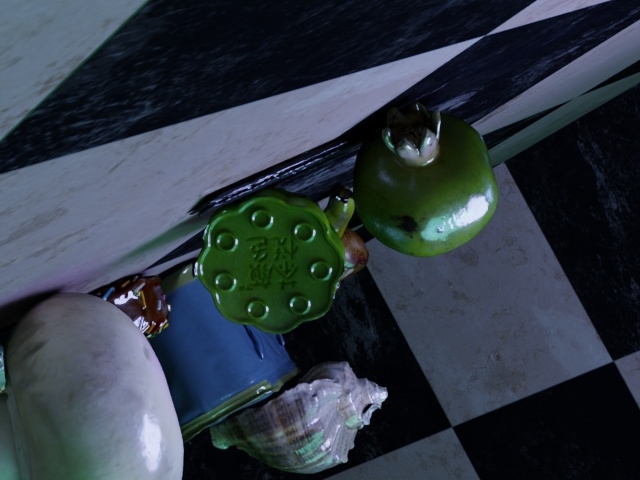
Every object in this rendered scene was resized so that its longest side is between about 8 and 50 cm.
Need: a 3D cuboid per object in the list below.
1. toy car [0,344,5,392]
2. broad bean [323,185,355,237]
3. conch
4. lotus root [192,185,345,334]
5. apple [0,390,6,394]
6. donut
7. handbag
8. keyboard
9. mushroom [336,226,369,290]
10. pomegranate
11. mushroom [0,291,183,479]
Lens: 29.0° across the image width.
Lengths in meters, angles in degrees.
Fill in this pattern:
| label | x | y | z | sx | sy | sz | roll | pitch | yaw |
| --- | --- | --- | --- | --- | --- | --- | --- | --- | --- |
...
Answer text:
| label | x | y | z | sx | sy | sz | roll | pitch | yaw |
| --- | --- | --- | --- | --- | --- | --- | --- | --- | --- |
| toy car | -0.463 | 0.188 | 1.724 | 0.093 | 0.058 | 0.186 | -29 | 176 | -10 |
| broad bean | -0.002 | -0.007 | 2.041 | 0.075 | 0.067 | 0.325 | -32 | 161 | -41 |
| conch | -0.026 | 0.304 | 1.997 | 0.291 | 0.159 | 0.210 | -27 | 179 | 3 |
| lotus root | -0.056 | 0.002 | 1.547 | 0.186 | 0.186 | 0.186 | -28 | 176 | -2 |
| apple | -0.504 | 0.369 | 2.067 | 0.374 | 0.374 | 0.384 | -27 | -154 | -18 |
| donut | -0.317 | 0.129 | 1.748 | 0.235 | 0.089 | 0.235 | -28 | 178 | -1 |
| handbag | -0.184 | 0.165 | 1.978 | 0.222 | 0.241 | 0.263 | -30 | 176 | 11 |
| keyboard | -0.059 | -0.071 | 1.438 | 0.196 | 0.015 | 0.074 | -25 | 176 | -29 |
| mushroom | -0.034 | 0.032 | 2.245 | 0.231 | 0.138 | 0.194 | -15 | -175 | -18 |
| pomegranate | 0.123 | -0.086 | 1.508 | 0.187 | 0.187 | 0.225 | -28 | 150 | -6 |
| mushroom | -0.307 | 0.196 | 1.478 | 0.315 | 0.356 | 0.315 | -55 | 174 | -8 |
